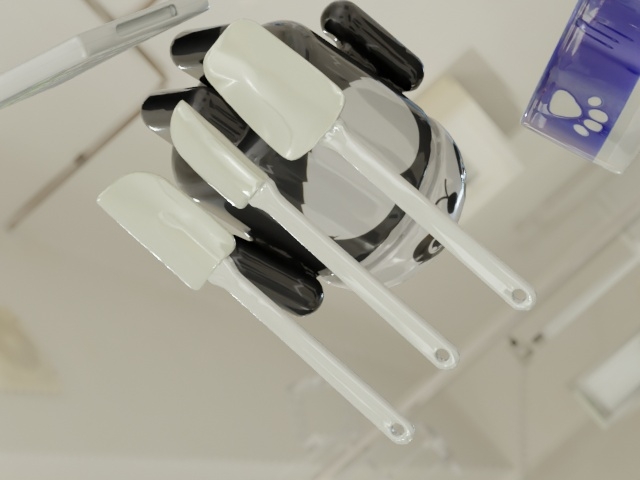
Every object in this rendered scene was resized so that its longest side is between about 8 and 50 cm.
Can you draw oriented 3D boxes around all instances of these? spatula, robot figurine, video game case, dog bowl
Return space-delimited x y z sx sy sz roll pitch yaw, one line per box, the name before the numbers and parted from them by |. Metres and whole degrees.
spatula | 0.000 0.000 1.157 0.242 0.168 0.019 41 -155 1
robot figurine | -0.007 -0.071 1.600 0.278 0.209 0.173 33 -158 -30
video game case | -0.203 -0.137 1.531 0.173 0.190 0.022 -32 -81 -56
dog bowl | 0.276 -0.197 1.714 0.104 0.265 0.265 26 -178 4
